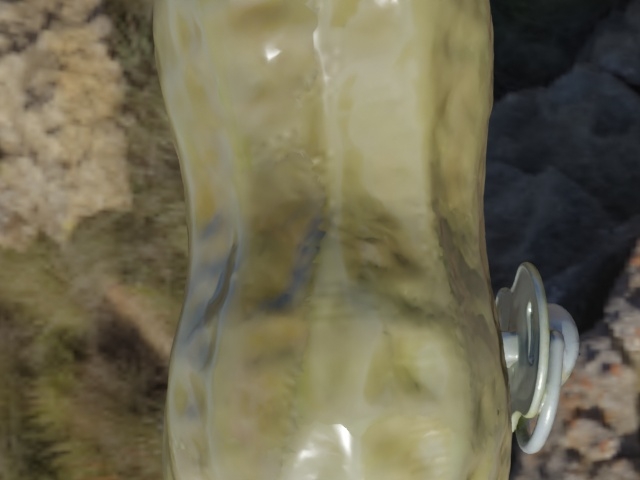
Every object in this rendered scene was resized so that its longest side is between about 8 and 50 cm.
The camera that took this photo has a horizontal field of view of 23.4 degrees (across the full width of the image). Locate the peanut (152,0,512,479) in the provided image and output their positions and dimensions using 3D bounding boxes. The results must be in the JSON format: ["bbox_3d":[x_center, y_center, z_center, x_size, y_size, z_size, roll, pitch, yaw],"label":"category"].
[{"bbox_3d":[0.000,0.000,0.468,0.111,0.125,0.274,-3,97,6],"label":"peanut"}]

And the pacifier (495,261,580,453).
[{"bbox_3d":[0.062,0.045,0.584,0.083,0.064,0.068,111,163,-72],"label":"pacifier"}]
